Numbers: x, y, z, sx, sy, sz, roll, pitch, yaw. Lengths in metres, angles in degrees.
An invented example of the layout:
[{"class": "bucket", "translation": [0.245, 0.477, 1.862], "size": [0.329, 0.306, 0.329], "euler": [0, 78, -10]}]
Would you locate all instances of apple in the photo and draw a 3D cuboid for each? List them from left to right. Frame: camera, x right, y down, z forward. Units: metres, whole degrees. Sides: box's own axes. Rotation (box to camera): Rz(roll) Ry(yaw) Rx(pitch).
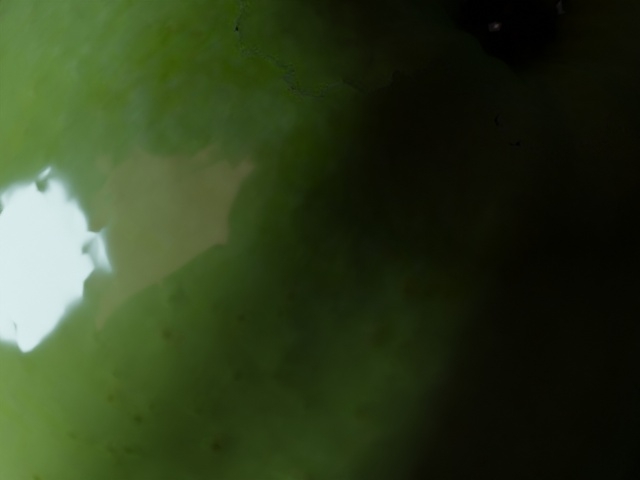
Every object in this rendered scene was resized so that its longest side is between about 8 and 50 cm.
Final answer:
[{"class": "apple", "translation": [0.000, 0.000, 0.819], "size": [0.357, 0.357, 0.357], "euler": [-1, 89, 47]}]
